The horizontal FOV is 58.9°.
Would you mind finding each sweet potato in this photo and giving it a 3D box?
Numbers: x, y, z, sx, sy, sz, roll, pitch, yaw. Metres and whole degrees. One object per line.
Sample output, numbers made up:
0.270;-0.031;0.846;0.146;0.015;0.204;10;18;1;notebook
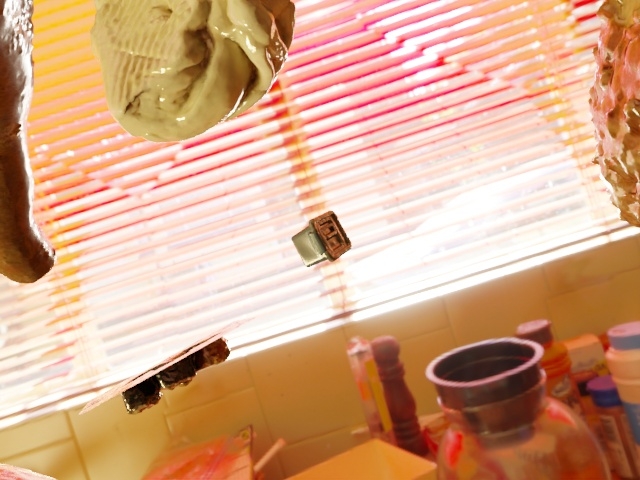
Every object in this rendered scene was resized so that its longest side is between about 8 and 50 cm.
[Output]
-0.254;-0.112;0.404;0.109;0.109;0.385;-18;-31;-29;sweet potato

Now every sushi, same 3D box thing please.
-0.174;0.161;0.681;0.210;0.040;0.193;-28;0;-20;sushi

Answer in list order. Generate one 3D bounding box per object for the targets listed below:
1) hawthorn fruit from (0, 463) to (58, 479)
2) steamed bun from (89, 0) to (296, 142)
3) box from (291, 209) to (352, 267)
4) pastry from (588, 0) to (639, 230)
-0.210;0.257;0.289;0.316;0.316;0.316;-18;1;0;hawthorn fruit
-0.161;-0.289;0.780;0.320;0.275;0.206;-44;-25;12;steamed bun
0.000;0.000;0.907;0.054;0.074;0.099;-26;2;27;box
0.467;-0.152;0.601;0.292;0.405;0.337;-9;22;3;pastry
